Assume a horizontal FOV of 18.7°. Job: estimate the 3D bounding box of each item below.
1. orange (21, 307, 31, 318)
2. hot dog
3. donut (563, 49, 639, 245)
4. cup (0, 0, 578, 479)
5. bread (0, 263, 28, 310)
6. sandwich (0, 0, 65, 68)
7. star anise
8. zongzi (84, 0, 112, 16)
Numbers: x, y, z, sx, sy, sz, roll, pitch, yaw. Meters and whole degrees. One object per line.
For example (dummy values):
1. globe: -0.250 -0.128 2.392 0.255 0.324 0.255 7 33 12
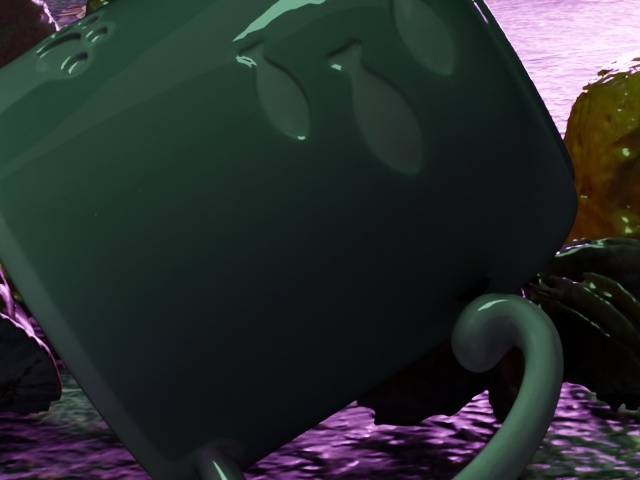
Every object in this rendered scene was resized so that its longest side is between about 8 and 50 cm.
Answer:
1. orange: -0.238 0.034 1.403 0.086 0.062 0.086 -5 32 3
2. hot dog: -0.251 0.009 1.228 0.082 0.162 0.270 -42 50 -8
3. donut: 0.375 -0.069 1.391 0.435 0.163 0.377 -3 15 11
4. cup: 0.000 0.000 1.034 0.274 0.259 0.357 -33 60 1
5. bread: -0.162 -0.010 1.369 0.140 0.169 0.160 8 -11 10
6. sandwich: -0.311 -0.088 1.487 0.325 0.262 0.131 -13 23 -26
7. star anise: 0.127 0.053 1.192 0.229 0.093 0.236 -12 13 -3
8. zongzi: -0.141 -0.142 1.736 0.094 0.205 0.204 15 20 25
